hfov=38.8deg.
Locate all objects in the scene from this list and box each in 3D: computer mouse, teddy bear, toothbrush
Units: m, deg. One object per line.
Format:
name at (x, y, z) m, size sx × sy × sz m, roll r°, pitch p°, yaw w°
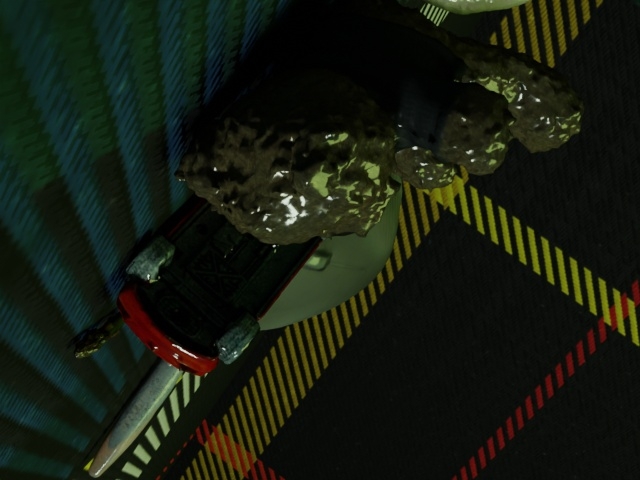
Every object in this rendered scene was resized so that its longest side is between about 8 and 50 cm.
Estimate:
computer mouse at (0.005, 0.003, 0.883) m, size 0.197 × 0.095 × 0.331 m, roll -61°, pitch 165°, yaw 10°
teddy bear at (0.028, -0.075, 0.516) m, size 0.182 × 0.129 × 0.251 m, roll -21°, pitch -176°, yaw 40°
toothbrush at (-0.118, 0.082, 0.903) m, size 0.375 × 0.028 × 0.037 m, roll -54°, pitch 171°, yaw 2°

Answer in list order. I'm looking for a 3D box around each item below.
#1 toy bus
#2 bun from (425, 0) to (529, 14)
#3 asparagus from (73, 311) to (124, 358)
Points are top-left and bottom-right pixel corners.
toy bus at (-0.059, 0.010, 0.589) m, size 0.089 × 0.081 × 0.195 m, roll -43°, pitch -174°, yaw 46°
bun at (0.088, -0.177, 0.478) m, size 0.115 × 0.115 × 0.069 m, roll -55°, pitch -175°, yaw 26°
asparagus at (-0.119, 0.043, 0.597) m, size 0.016 × 0.013 × 0.166 m, roll -10°, pitch -167°, yaw 19°
